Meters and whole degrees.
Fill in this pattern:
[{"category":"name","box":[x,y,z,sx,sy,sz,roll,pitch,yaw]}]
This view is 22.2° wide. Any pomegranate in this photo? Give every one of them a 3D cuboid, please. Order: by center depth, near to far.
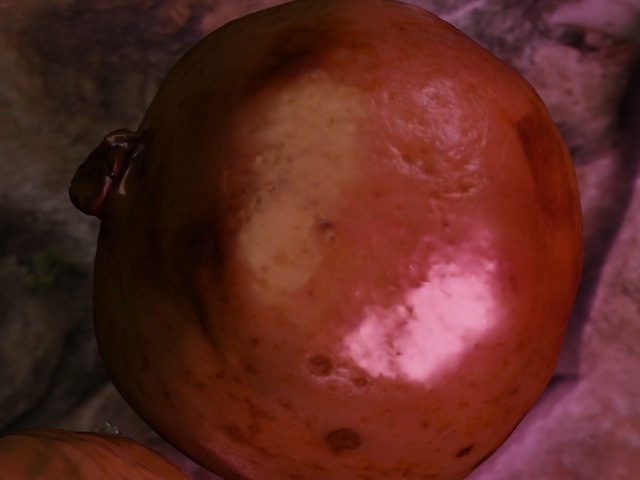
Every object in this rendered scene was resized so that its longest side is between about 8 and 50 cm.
[{"category":"pomegranate","box":[0.000,0.000,0.686,0.215,0.215,0.215,-2,58,3]}]

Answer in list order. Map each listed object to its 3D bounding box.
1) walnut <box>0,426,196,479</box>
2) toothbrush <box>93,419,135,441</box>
[{"category":"walnut","box":[-0.085,0.166,0.619,0.159,0.159,0.206,-28,76,-13]},{"category":"toothbrush","box":[-0.179,0.233,0.665,0.028,0.037,0.375,23,65,21]}]
